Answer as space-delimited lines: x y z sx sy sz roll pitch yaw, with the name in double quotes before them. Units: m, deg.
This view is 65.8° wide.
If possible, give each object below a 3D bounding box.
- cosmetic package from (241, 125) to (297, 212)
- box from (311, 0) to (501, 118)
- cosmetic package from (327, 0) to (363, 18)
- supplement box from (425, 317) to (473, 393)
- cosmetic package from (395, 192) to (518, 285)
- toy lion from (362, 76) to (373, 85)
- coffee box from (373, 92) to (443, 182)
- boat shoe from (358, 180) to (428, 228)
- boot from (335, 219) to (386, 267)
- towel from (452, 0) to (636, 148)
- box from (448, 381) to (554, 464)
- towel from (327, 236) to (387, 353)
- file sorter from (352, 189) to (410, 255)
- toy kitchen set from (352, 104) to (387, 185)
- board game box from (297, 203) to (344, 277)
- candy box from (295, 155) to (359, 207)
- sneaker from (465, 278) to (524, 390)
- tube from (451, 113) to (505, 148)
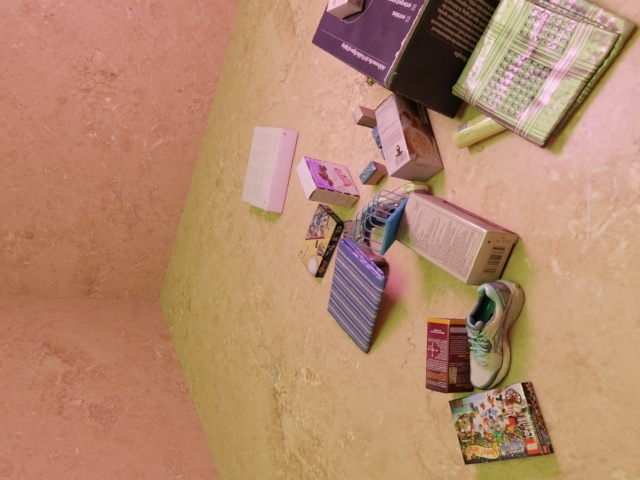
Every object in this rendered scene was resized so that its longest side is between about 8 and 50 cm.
"cosmetic package" -0.246 -0.340 2.327 0.284 0.097 0.377 25 105 57
"box" 0.272 -0.682 1.419 0.472 0.297 0.480 -61 39 21
"cosmetic package" 0.087 -0.766 1.400 0.099 0.060 0.239 10 89 56
"supplement box" 0.343 0.302 1.311 0.081 0.104 0.188 -6 79 56
"cosmetic package" 0.355 -0.009 1.331 0.296 0.129 0.153 40 119 51
"toy lion" 0.197 -0.608 1.775 0.100 0.034 0.096 27 98 55
"coffee box" 0.267 -0.311 1.512 0.098 0.141 0.247 -38 53 47
"boat shoe" 0.227 -0.091 1.566 0.285 0.102 0.092 -29 55 44
"boot" 0.141 0.004 1.701 0.246 0.083 0.161 11 87 55
"towel" 0.507 -0.432 1.183 0.312 0.056 0.324 48 121 34
"box" 0.430 0.449 1.206 0.233 0.044 0.159 -39 53 47
"towel" 0.117 0.180 1.645 0.243 0.040 0.336 46 140 40
"file sorter" 0.180 -0.060 1.442 0.104 0.170 0.118 22 128 21
"toy kitchen set" 0.160 -0.319 1.688 0.166 0.122 0.207 -49 46 40
"board game box" 0.000 0.000 1.941 0.165 0.042 0.243 49 124 48
"candy box" 0.026 -0.212 1.802 0.070 0.196 0.165 -53 44 36
"sneaker" 0.400 0.231 1.222 0.110 0.122 0.283 16 98 56
"tube" 0.460 -0.315 1.303 0.240 0.062 0.070 -25 107 47
